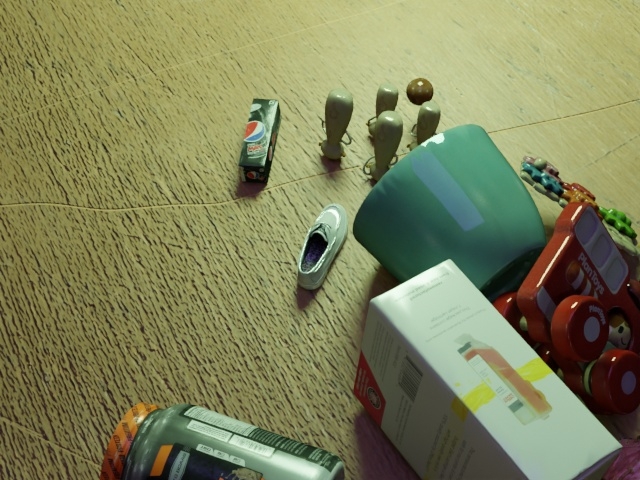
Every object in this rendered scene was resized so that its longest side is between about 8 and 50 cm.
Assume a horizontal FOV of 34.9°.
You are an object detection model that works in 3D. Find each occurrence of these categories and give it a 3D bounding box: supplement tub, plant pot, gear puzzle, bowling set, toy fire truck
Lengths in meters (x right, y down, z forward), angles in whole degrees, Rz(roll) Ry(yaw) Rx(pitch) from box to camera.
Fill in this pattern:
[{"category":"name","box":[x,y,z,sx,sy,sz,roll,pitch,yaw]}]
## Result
[{"category":"supplement tub","box":[-0.149,0.376,1.552,0.338,0.207,0.207,16,60,15]},{"category":"plant pot","box":[0.241,-0.012,1.725,0.293,0.293,0.235,-33,66,-15]},{"category":"gear puzzle","box":[0.496,-0.045,1.774,0.339,0.175,0.044,35,108,2]},{"category":"bowling set","box":[0.160,-0.206,1.952,0.287,0.154,0.200,32,47,24]},{"category":"toy fire truck","box":[0.431,0.121,1.628,0.169,0.302,0.254,1,47,54]}]

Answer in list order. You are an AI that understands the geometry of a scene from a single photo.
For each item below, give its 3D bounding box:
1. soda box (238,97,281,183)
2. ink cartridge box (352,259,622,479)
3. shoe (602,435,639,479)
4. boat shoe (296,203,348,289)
[{"category":"soda box","box":[-0.118,-0.197,1.997,0.053,0.060,0.169,4,58,9]},{"category":"ink cartridge box","box":[0.232,0.267,1.536,0.160,0.279,0.385,-25,58,-24]},{"category":"shoe","box":[0.516,0.328,1.606,0.081,0.063,0.178,40,73,20]},{"category":"boat shoe","box":[0.000,0.000,1.860,0.066,0.063,0.184,20,62,17]}]
